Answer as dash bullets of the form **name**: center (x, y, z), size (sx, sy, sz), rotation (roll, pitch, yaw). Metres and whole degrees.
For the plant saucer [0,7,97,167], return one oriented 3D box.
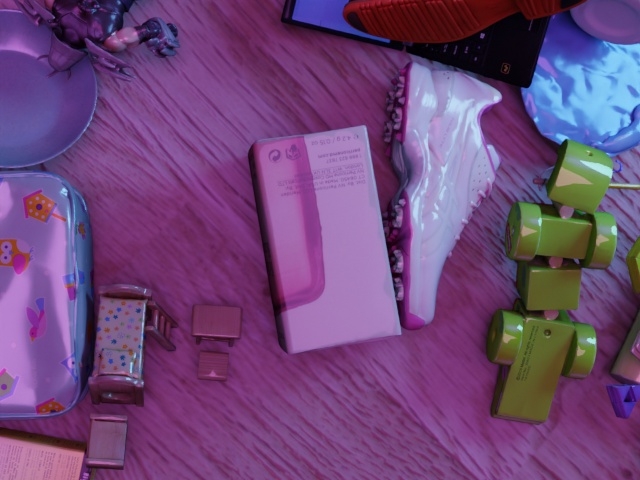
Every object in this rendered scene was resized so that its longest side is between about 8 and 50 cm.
- **plant saucer**: center (-0.348, -0.164, 1.343), size (0.195, 0.037, 0.195), rotation (4, 70, -12)

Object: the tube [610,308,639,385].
- **tube**: center (0.422, 0.066, 1.429), size (0.062, 0.070, 0.240), rotation (23, 79, 36)

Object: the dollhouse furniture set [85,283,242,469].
- **dollhouse furniture set**: center (-0.168, 0.152, 1.312), size (0.161, 0.101, 0.182), rotation (4, 68, -6)

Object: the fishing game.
- **fishing game**: center (0.320, -0.188, 1.432), size (0.189, 0.041, 0.264), rotation (-2, 84, -14)

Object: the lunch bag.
- **lunch bag**: center (-0.365, 0.056, 1.318), size (0.224, 0.108, 0.279), rotation (-3, 88, -1)

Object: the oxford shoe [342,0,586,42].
- **oxford shoe**: center (0.155, -0.282, 1.294), size (0.271, 0.097, 0.098), rotation (-7, 69, 16)

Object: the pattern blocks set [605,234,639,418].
- **pattern blocks set**: center (0.440, 0.091, 1.394), size (0.325, 0.026, 0.285), rotation (-47, 116, -19)

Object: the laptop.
- **laptop**: center (0.123, -0.317, 1.331), size (0.264, 0.136, 0.234), rotation (23, 106, 32)

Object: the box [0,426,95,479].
- **box**: center (-0.369, 0.251, 1.339), size (0.232, 0.058, 0.087), rotation (10, 88, -6)

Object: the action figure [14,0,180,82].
- **action figure**: center (-0.216, -0.292, 1.343), size (0.185, 0.099, 0.285), rotation (36, 84, -3)

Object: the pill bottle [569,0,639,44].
- **pill bottle**: center (0.366, -0.332, 1.391), size (0.108, 0.108, 0.193), rotation (26, 69, -5)

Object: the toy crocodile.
- **toy crocodile**: center (0.258, 0.054, 1.376), size (0.115, 0.105, 0.340), rotation (6, 109, -5)

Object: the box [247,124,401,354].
- **box**: center (0.000, 0.000, 1.338), size (0.127, 0.148, 0.232), rotation (-9, 89, -6)

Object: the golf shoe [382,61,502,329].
- **golf shoe**: center (0.141, -0.049, 1.374), size (0.140, 0.115, 0.306), rotation (3, 89, -10)
